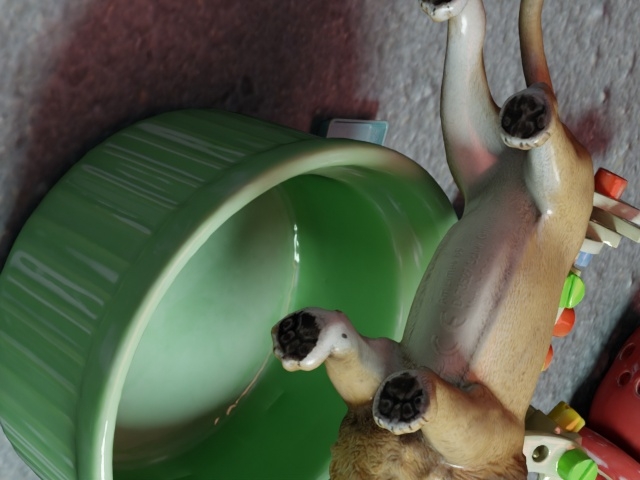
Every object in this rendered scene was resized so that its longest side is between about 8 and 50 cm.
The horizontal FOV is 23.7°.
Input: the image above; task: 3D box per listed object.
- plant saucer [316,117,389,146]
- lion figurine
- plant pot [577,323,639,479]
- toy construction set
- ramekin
[{"bbox_3d":[0.000,0.000,1.121,0.067,0.018,0.192,-3,115,-50],"label":"plant saucer"},{"bbox_3d":[0.091,0.033,0.890,0.392,0.142,0.240,-61,147,-10],"label":"lion figurine"},{"bbox_3d":[0.354,0.193,1.534,0.174,0.191,0.191,-47,142,-6],"label":"plant pot"},{"bbox_3d":[0.178,0.085,1.277,0.215,0.151,0.328,21,86,-29],"label":"toy construction set"},{"bbox_3d":[-0.061,0.063,0.962,0.303,0.148,0.303,-24,126,-38],"label":"ramekin"}]
